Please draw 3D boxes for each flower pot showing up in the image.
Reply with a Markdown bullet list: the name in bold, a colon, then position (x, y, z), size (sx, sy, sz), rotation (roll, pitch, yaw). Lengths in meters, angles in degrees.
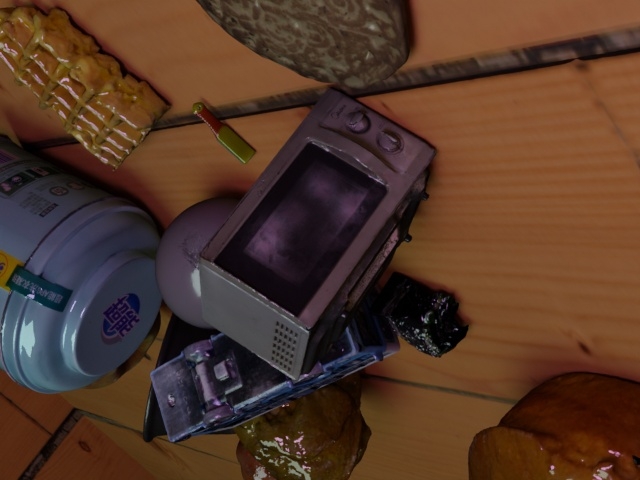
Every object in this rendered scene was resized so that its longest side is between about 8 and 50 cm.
- **flower pot**: position (-0.171, 0.211, 1.510), size (0.148, 0.235, 0.235), rotation (15, 155, -1)

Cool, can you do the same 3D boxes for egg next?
- **egg**: position (-0.117, 0.026, 1.148), size (0.146, 0.146, 0.199), rotation (38, 147, -4)

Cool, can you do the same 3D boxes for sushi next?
- **sushi**: position (0.112, 0.089, 1.072), size (0.084, 0.056, 0.083), rotation (16, 149, 39)

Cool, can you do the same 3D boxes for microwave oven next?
- **microwave oven**: position (0.000, 0.000, 0.879), size (0.129, 0.205, 0.163), rotation (31, 156, 11)

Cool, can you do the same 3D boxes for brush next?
- **brush**: position (-0.105, -0.114, 1.035), size (0.083, 0.019, 0.021), rotation (43, 164, -20)

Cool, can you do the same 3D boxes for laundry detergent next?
- **laundry detergent**: position (-0.388, 0.040, 1.356), size (0.305, 0.287, 0.287), rotation (26, 154, 22)

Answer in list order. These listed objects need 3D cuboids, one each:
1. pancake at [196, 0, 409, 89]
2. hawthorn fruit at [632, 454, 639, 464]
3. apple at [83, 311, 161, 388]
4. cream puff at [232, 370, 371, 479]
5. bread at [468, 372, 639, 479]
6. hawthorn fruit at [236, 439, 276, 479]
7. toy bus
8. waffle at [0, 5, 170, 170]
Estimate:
- **pancake**: position (-0.032, -0.202, 0.772), size (0.235, 0.029, 0.212), rotation (36, 156, 0)
- **hawthorn fruit**: position (0.361, 0.200, 0.826), size (0.194, 0.157, 0.157), rotation (6, 143, 36)
- **apple**: position (-0.368, 0.132, 1.587), size (0.188, 0.211, 0.211), rotation (38, 157, 13)
- **cream puff**: position (-0.037, 0.228, 1.347), size (0.244, 0.196, 0.244), rotation (30, 154, 16)
- **bread**: position (0.303, 0.273, 1.031), size (0.312, 0.172, 0.312), rotation (31, 152, 19)
- **hawthorn fruit**: position (-0.066, 0.385, 1.733), size (0.189, 0.149, 0.149), rotation (4, 141, 51)
- **toy bus**: position (-0.057, 0.140, 1.141), size (0.297, 0.131, 0.106), rotation (-29, 72, 31)
- **waffle**: position (-0.279, -0.181, 1.099), size (0.211, 0.055, 0.160), rotation (43, 156, -12)
